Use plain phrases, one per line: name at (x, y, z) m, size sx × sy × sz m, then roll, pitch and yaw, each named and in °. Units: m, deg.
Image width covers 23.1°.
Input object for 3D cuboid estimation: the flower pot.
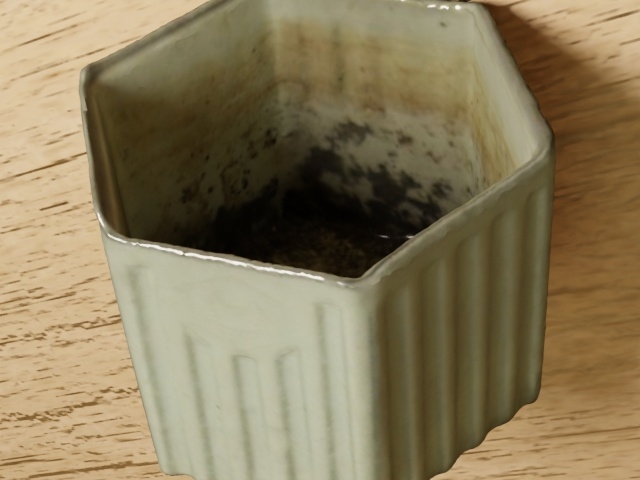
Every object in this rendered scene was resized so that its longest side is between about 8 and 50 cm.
flower pot at (0.000, 0.000, 0.797) m, size 0.239 × 0.209 × 0.189 m, roll 9°, pitch 136°, yaw 16°
